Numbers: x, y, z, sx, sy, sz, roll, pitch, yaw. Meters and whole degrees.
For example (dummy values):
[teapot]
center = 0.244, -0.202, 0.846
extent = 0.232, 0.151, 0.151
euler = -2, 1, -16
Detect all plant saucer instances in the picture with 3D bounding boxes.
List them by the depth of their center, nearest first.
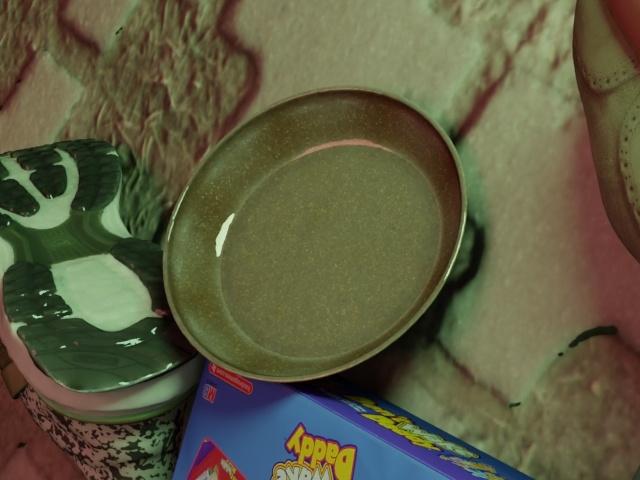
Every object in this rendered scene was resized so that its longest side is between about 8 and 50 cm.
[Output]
[plant saucer]
center = 0.000, 0.000, 1.079
extent = 0.199, 0.036, 0.198
euler = -12, 58, 20

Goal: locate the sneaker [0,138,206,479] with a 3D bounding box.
[sneaker]
center = -0.191, 0.059, 1.279
extent = 0.410, 0.158, 0.182
euler = -128, 33, -56

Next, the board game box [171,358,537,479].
[board game box]
center = 0.026, 0.221, 1.007
extent = 0.347, 0.078, 0.233
euler = 24, 100, 51

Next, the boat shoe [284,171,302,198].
[boat shoe]
center = -0.042, -0.016, 1.184
extent = 0.125, 0.038, 0.046
euler = -19, 66, 47

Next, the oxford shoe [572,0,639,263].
[oxford shoe]
center = 0.208, -0.002, 0.839
extent = 0.130, 0.123, 0.348
euler = 114, 148, -59

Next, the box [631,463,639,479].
[box]
center = 0.182, 0.137, 0.830
extent = 0.052, 0.083, 0.062
euler = 43, 114, 48
